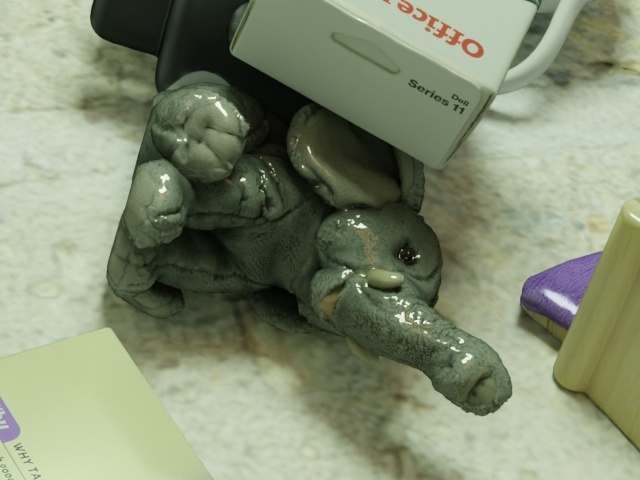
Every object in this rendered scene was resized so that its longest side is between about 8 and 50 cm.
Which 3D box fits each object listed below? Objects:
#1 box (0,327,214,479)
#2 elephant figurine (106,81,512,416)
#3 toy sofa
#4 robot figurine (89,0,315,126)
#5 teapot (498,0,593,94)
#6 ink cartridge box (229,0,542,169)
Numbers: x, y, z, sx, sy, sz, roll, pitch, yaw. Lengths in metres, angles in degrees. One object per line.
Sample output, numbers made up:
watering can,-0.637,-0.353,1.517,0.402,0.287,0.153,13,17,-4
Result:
box,-0.165,0.182,0.941,0.243,0.117,0.213,-17,51,-31
elephant figurine,0.000,0.000,1.180,0.239,0.169,0.186,16,74,-6
toy sofa,0.316,-0.001,1.273,0.362,0.150,0.177,-19,54,-33
robot figurine,-0.008,-0.156,1.313,0.278,0.173,0.209,16,56,-3
teapot,0.121,-0.267,1.468,0.187,0.252,0.256,-23,17,18
ink cartridge box,0.058,-0.165,1.177,0.153,0.087,0.208,30,51,-1
